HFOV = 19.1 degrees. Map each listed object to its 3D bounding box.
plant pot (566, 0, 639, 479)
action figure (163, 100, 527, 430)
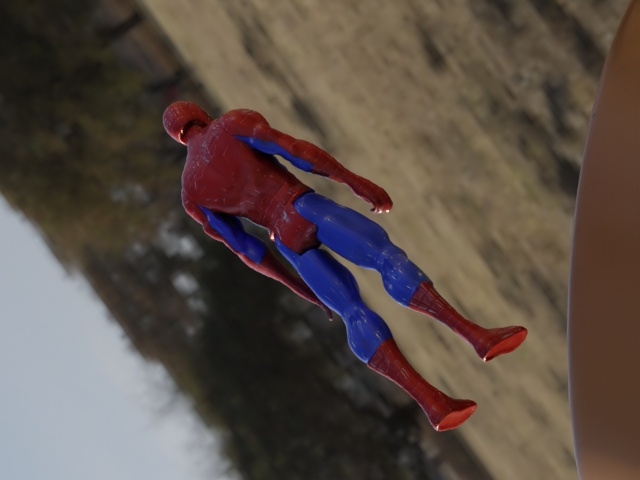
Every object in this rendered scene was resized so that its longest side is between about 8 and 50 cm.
[{"bbox_3d":[0.199,0.014,0.577,0.203,0.291,0.291,4,153,24],"label":"plant pot"},{"bbox_3d":[0.000,0.000,0.483,0.115,0.038,0.030,41,-154,21],"label":"action figure"}]
